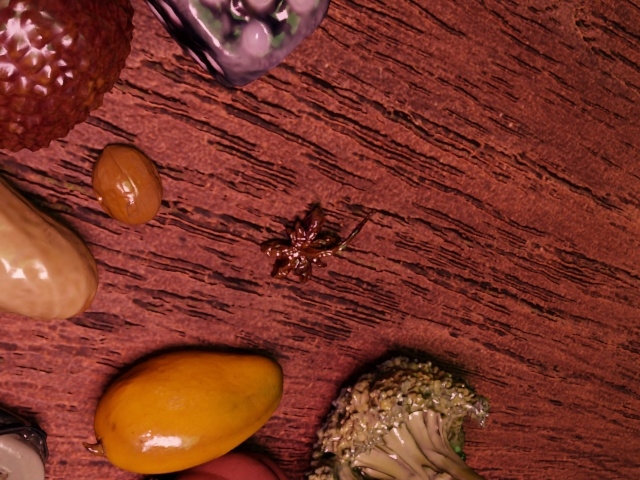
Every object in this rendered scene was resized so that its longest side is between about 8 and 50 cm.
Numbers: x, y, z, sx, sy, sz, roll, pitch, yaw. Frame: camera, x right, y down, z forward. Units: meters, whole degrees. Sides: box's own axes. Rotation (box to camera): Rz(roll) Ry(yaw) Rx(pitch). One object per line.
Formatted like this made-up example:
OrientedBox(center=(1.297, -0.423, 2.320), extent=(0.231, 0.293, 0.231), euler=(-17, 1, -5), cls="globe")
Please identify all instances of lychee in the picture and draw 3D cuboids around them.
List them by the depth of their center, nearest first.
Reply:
OrientedBox(center=(-0.334, -0.227, 0.828), extent=(0.236, 0.236, 0.271), euler=(4, 128, -25), cls="lychee")

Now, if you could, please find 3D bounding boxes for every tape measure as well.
OrientedBox(center=(-0.490, 0.301, 0.968), extent=(0.235, 0.115, 0.207), euler=(37, 90, -28), cls="tape measure")

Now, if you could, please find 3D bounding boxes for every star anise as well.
OrientedBox(center=(0.000, 0.000, 1.121), extent=(0.191, 0.070, 0.097), euler=(-37, 106, 3), cls="star anise")

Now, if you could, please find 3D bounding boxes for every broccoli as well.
OrientedBox(center=(0.116, 0.333, 1.150), extent=(0.375, 0.302, 0.249), euler=(-35, 97, -24), cls="broccoli")

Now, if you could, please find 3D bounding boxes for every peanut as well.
OrientedBox(center=(-0.415, -0.004, 0.902), extent=(0.147, 0.147, 0.319), euler=(-48, 120, -5), cls="peanut")

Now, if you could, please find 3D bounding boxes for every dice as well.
OrientedBox(center=(-0.109, -0.314, 0.925), extent=(0.181, 0.182, 0.183), euler=(-45, 119, -8), cls="dice")

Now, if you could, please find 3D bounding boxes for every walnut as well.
OrientedBox(center=(-0.258, -0.072, 1.000), extent=(0.091, 0.052, 0.121), euler=(-30, 116, -17), cls="walnut")

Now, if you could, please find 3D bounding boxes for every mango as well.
OrientedBox(center=(-0.186, 0.237, 1.056), extent=(0.317, 0.176, 0.119), euler=(-11, 134, -31), cls="mango")

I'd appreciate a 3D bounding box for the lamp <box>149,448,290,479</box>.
OrientedBox(center=(-0.170, 0.449, 1.081), extent=(0.305, 0.240, 0.305), euler=(-55, 156, -39), cls="lamp")
